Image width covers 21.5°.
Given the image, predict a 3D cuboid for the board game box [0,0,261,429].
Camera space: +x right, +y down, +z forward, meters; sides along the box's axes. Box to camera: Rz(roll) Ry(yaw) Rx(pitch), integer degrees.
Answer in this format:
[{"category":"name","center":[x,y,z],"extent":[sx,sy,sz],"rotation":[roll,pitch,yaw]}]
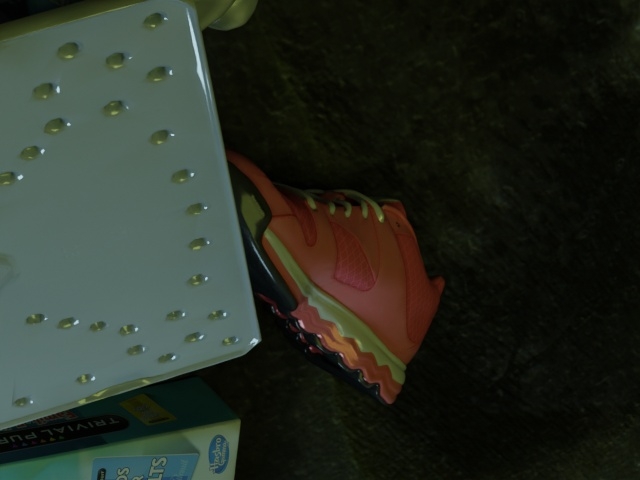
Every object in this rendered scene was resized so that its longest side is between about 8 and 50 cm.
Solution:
[{"category":"board game box","center":[-0.240,0.015,0.925],"extent":[0.390,0.050,0.390],"rotation":[-17,152,-6]}]

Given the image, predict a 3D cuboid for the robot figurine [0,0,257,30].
[{"category":"robot figurine","center":[-0.119,-0.252,0.974],"extent":[0.300,0.200,0.353],"rotation":[49,40,-44]}]

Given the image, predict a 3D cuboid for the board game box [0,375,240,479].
[{"category":"board game box","center":[-0.236,0.258,1.297],"extent":[0.336,0.079,0.253],"rotation":[-8,118,-31]}]

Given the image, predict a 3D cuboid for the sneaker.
[{"category":"sneaker","center":[0.000,0.000,1.319],"extent":[0.136,0.116,0.314],"rotation":[-53,138,-12]}]
